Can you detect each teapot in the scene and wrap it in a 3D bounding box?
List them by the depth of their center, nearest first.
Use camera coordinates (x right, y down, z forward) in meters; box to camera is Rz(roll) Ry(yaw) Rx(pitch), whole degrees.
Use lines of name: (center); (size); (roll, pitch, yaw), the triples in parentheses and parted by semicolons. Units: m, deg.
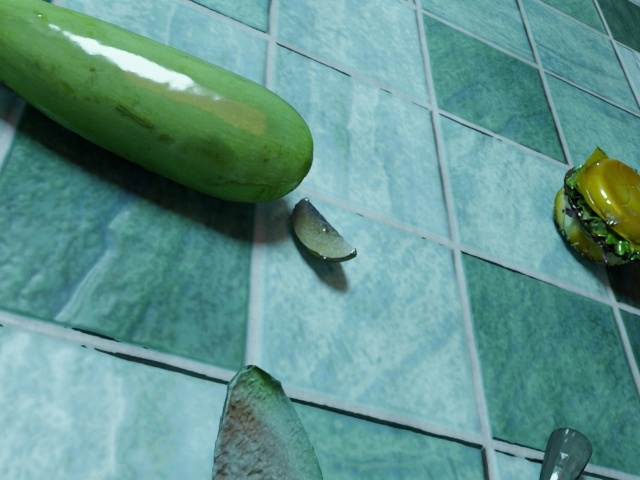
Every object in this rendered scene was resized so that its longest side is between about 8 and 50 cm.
teapot: (0.223, 0.229, 0.733); (0.043, 0.043, 0.110); (43, 46, 5)

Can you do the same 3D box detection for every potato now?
potato: (0.000, 0.001, 0.782); (0.037, 0.036, 0.093); (-35, 54, -11)

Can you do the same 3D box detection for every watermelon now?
watermelon: (-0.049, 0.173, 0.553); (0.094, 0.081, 0.180); (-19, 102, -64)

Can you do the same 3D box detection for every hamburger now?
hamburger: (0.388, -0.037, 1.036); (0.189, 0.093, 0.164); (-27, 74, -44)

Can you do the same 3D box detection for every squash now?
squash: (-0.179, -0.134, 0.713); (0.370, 0.118, 0.118); (21, 45, -14)
